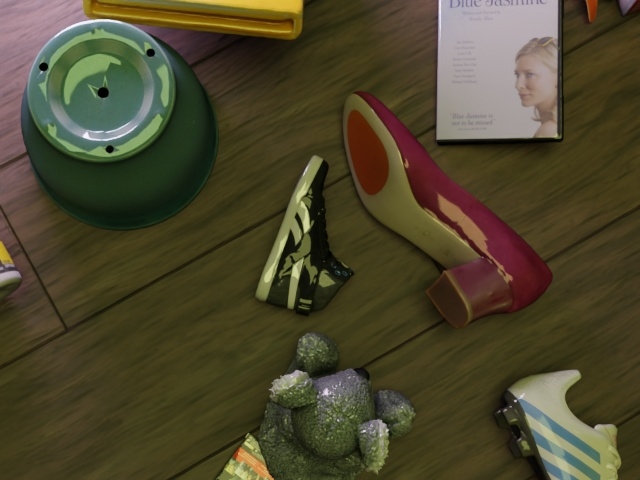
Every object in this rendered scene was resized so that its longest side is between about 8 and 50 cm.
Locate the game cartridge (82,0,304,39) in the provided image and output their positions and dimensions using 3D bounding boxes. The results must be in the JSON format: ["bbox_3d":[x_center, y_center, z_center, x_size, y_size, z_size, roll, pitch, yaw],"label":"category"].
[{"bbox_3d":[-0.157,-0.400,1.568,0.285,0.052,0.323,6,44,-2],"label":"game cartridge"}]

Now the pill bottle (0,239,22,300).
[{"bbox_3d":[-0.503,-0.005,1.537,0.119,0.119,0.208,-30,85,-7],"label":"pill bottle"}]

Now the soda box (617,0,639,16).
[{"bbox_3d":[0.560,-0.422,1.677,0.263,0.083,0.092,-19,83,-6],"label":"soda box"}]

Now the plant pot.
[{"bbox_3d":[-0.276,-0.166,1.505,0.272,0.255,0.271,0,82,-3],"label":"plant pot"}]

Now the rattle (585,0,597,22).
[{"bbox_3d":[0.365,-0.429,1.643,0.130,0.143,0.199,-22,77,-25],"label":"rattle"}]

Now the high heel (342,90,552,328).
[{"bbox_3d":[0.174,-0.059,1.613,0.181,0.127,0.377,-19,78,-35],"label":"high heel"}]

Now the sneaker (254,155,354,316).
[{"bbox_3d":[0.000,0.000,1.591,0.121,0.079,0.217,21,89,-3],"label":"sneaker"}]

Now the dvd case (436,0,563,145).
[{"bbox_3d":[0.259,-0.263,1.642,0.180,0.022,0.253,0,81,14],"label":"dvd case"}]

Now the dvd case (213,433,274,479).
[{"bbox_3d":[-0.100,0.338,1.562,0.087,0.013,0.119,37,80,2],"label":"dvd case"}]

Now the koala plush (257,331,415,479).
[{"bbox_3d":[0.014,0.235,1.472,0.196,0.221,0.203,37,77,2],"label":"koala plush"}]

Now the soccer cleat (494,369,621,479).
[{"bbox_3d":[0.361,0.331,1.537,0.143,0.116,0.331,-23,83,-6],"label":"soccer cleat"}]
